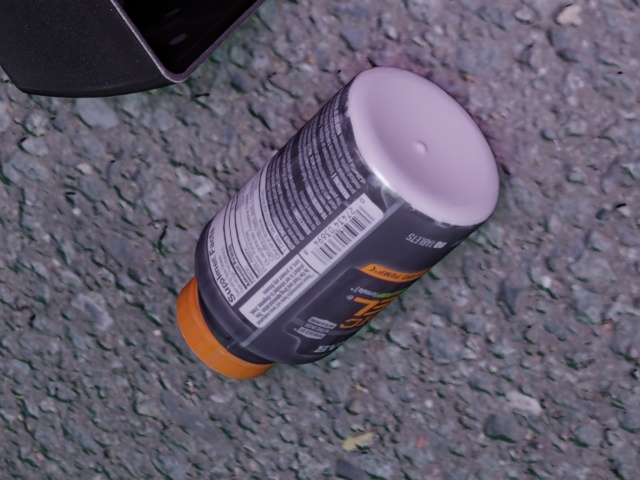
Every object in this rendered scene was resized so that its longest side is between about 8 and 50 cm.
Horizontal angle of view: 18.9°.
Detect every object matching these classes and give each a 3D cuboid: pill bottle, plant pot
[{"bbox_3d":[0.000,0.000,1.322,0.130,0.130,0.245,42,128,-7],"label":"pill bottle"},{"bbox_3d":[-0.147,-0.198,1.235,0.167,0.187,0.188,-19,113,45],"label":"plant pot"}]
